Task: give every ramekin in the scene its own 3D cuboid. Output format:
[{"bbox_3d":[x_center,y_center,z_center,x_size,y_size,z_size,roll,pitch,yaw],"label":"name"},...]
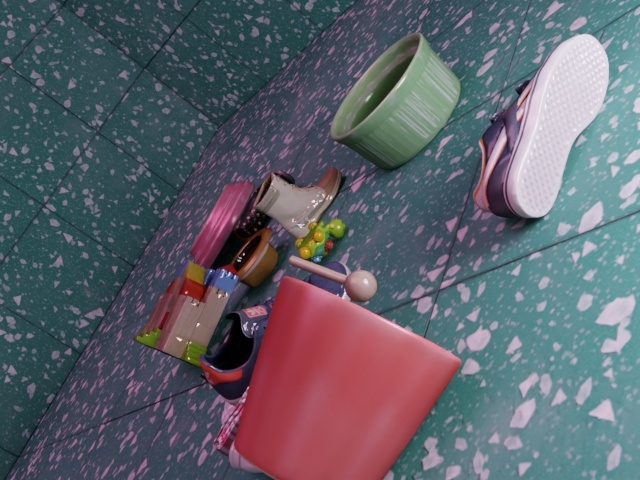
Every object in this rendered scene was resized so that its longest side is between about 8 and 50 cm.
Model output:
[{"bbox_3d":[0.175,-0.307,1.779,0.303,0.148,0.303,-45,20,21],"label":"ramekin"}]

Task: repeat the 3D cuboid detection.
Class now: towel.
[{"bbox_3d":[-0.113,0.301,1.408,0.029,0.144,0.197,26,75,27],"label":"towel"}]

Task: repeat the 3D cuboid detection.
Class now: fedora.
[{"bbox_3d":[-0.169,0.058,2.042,0.194,0.079,0.194,-44,19,19],"label":"fedora"}]

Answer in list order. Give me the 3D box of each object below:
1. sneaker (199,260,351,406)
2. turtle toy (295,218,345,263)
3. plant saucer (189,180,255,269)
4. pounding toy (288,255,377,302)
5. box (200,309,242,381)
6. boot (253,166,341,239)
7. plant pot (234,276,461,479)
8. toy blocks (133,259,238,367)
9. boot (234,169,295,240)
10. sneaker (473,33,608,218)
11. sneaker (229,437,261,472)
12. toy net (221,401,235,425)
[{"bbox_3d":[-0.086,0.152,1.493,0.350,0.148,0.131,-48,35,-12],"label":"sneaker"},{"bbox_3d":[0.000,0.000,1.767,0.130,0.066,0.095,-50,19,8],"label":"turtle toy"},{"bbox_3d":[-0.322,-0.054,2.495,0.332,0.084,0.332,-58,9,16],"label":"plant saucer"},{"bbox_3d":[0.033,0.150,1.334,0.183,0.110,0.236,15,105,39],"label":"pounding toy"},{"bbox_3d":[-0.162,0.243,1.693,0.180,0.078,0.147,-59,20,-18],"label":"box"},{"bbox_3d":[-0.056,-0.128,1.972,0.213,0.165,0.077,-58,20,-10],"label":"boot"},{"bbox_3d":[0.020,0.213,1.075,0.243,0.275,0.275,-64,20,-7],"label":"plant pot"},{"bbox_3d":[-0.338,0.171,2.004,0.381,0.191,0.260,-7,58,65],"label":"toy blocks"},{"bbox_3d":[-0.167,-0.101,2.320,0.236,0.085,0.178,-31,30,61],"label":"boot"},{"bbox_3d":[0.331,-0.179,1.217,0.127,0.126,0.321,-1,56,60],"label":"sneaker"},{"bbox_3d":[-0.064,0.323,1.351,0.094,0.080,0.212,5,37,29],"label":"sneaker"},{"bbox_3d":[-0.112,0.285,1.567,0.122,0.045,0.232,17,72,49],"label":"toy net"}]
